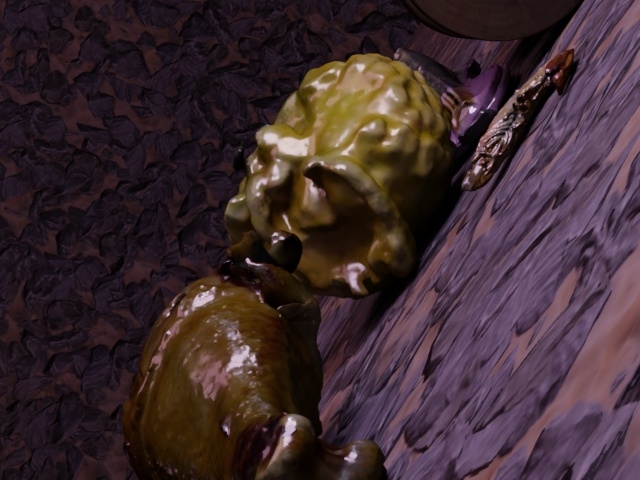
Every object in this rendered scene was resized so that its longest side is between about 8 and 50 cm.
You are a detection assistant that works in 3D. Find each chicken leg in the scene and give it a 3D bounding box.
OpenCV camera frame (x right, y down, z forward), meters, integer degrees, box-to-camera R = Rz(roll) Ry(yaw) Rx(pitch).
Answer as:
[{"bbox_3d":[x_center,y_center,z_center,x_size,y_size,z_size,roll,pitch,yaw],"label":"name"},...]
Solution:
[{"bbox_3d":[-0.056,0.132,0.998,0.361,0.140,0.211,-104,22,-68],"label":"chicken leg"}]

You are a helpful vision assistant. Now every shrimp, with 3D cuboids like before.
[{"bbox_3d":[0.140,-0.086,1.114,0.127,0.025,0.091,-55,4,-16],"label":"shrimp"}]

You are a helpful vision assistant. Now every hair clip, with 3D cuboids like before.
[{"bbox_3d":[0.122,-0.125,1.510,0.110,0.095,0.358,-22,16,2],"label":"hair clip"}]

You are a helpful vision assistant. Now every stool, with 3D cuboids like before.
[{"bbox_3d":[0.146,-0.267,1.406,0.179,0.179,0.264,-57,4,6],"label":"stool"}]

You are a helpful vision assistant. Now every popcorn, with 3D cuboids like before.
[{"bbox_3d":[0.017,-0.049,1.293,0.218,0.169,0.189,-59,1,41],"label":"popcorn"}]

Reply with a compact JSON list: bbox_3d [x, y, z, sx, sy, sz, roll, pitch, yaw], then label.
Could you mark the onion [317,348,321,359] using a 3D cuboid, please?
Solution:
[{"bbox_3d":[-0.048,0.110,1.465,0.107,0.097,0.107,4,-90,-86],"label":"onion"}]
